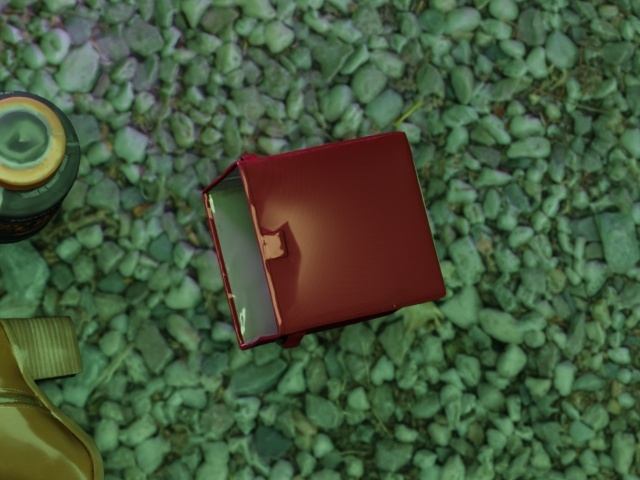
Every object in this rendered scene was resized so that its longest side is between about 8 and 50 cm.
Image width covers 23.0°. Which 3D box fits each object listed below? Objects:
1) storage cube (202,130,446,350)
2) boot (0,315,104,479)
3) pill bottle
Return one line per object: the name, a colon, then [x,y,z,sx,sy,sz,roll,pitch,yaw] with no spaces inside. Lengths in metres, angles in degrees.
storage cube: [0.000,0.000,1.714,0.193,0.184,0.215,-11,84,-18]
boot: [-0.342,0.219,1.620,0.220,0.109,0.283,-9,82,-18]
pill bottle: [-0.316,-0.077,1.604,0.130,0.246,0.130,2,81,-15]
